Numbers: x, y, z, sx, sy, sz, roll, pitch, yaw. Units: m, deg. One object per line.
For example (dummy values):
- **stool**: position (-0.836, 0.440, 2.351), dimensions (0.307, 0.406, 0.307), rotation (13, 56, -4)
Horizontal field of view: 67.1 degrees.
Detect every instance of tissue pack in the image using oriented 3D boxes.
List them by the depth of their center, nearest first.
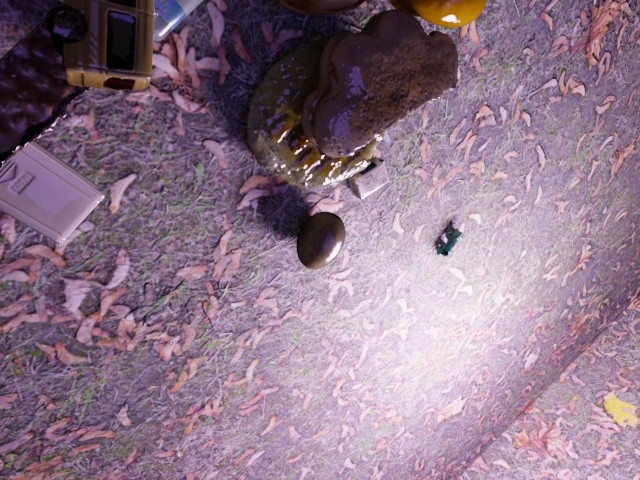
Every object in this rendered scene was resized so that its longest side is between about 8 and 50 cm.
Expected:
- **tissue pack**: position (0.104, -0.136, 1.053), dimensions (0.083, 0.042, 0.062), rotation (-35, 132, -13)

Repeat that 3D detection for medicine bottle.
- **medicine bottle**: position (-0.194, -0.385, 0.687), dimensions (0.208, 0.054, 0.090), rotation (-46, 128, -3)

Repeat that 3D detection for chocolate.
- **chocolate**: position (-0.392, -0.172, 0.615), dimensions (0.102, 0.065, 0.329), rotation (46, 65, -27)

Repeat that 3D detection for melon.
- **melon**: position (0.000, 0.000, 1.024), dimensions (0.098, 0.098, 0.130), rotation (20, 100, -41)

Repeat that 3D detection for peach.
- **peach**: position (0.205, -0.442, 0.854), dimensions (0.179, 0.179, 0.103), rotation (-10, 130, -31)

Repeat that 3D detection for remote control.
- **remote control**: position (-0.452, -0.112, 0.669), dimensions (0.103, 0.055, 0.277), rotation (-48, 130, -2)

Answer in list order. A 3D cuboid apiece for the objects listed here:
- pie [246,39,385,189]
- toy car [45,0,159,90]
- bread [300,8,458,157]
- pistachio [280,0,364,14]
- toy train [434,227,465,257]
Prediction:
- **pie**: position (0.008, -0.231, 0.913), dimensions (0.307, 0.071, 0.306), rotation (-18, 125, -28)
- **toy car**: position (-0.264, -0.319, 0.594), dimensions (0.125, 0.101, 0.256), rotation (1, 95, -26)
- **bread**: position (0.104, -0.289, 0.842), dimensions (0.337, 0.102, 0.183), rotation (-36, 125, -20)
- **pistachio**: position (0.023, -0.433, 0.758), dimensions (0.215, 0.144, 0.143), rotation (-28, 129, -16)
- **toy train**: position (0.352, 0.007, 1.312), dimensions (0.029, 0.045, 0.092), rotation (35, 91, -40)
